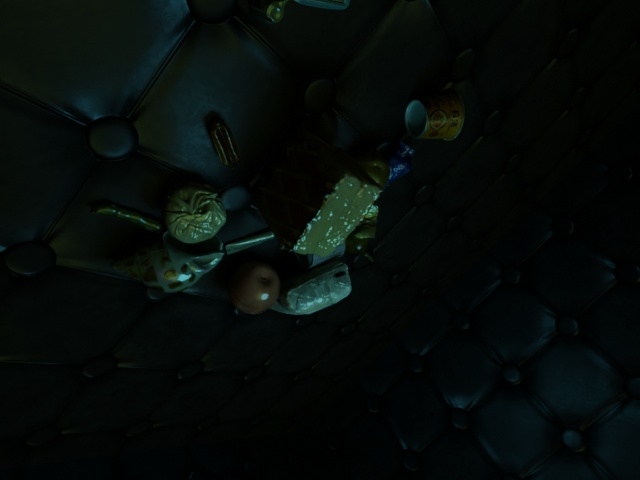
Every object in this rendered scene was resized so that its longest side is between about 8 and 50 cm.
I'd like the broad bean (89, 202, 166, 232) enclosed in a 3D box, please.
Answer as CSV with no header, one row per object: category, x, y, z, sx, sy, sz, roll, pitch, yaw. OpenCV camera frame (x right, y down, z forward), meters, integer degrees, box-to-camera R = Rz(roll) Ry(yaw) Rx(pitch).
broad bean,-0.645,-0.078,1.403,0.052,0.052,0.256,-14,157,35

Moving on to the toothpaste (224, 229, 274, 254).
toothpaste,-0.288,0.000,1.793,0.256,0.037,0.067,-21,146,-17

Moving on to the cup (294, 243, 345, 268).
cup,0.007,0.013,1.943,0.202,0.166,0.221,-14,146,-34

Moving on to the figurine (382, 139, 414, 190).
figurine,0.334,-0.326,1.893,0.164,0.120,0.262,-3,134,-42

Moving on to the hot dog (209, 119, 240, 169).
hot dog,-0.323,-0.325,1.403,0.072,0.055,0.188,-25,142,-12

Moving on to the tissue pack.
tissue pack,-0.062,0.237,2.002,0.390,0.195,0.376,-23,-176,-27

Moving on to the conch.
conch,-0.555,0.066,1.516,0.368,0.249,0.197,4,172,-37

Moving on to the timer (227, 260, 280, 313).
timer,-0.295,0.210,1.843,0.230,0.229,0.215,-1,151,-39

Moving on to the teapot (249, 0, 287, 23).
teapot,-0.138,-0.669,1.163,0.092,0.090,0.124,-7,134,-36

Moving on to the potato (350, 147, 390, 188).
potato,0.145,-0.230,1.799,0.196,0.176,0.369,15,124,-44

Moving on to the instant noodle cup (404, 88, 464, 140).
instant noodle cup,0.471,-0.522,1.743,0.173,0.215,0.215,-11,136,-18

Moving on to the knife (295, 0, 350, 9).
knife,0.001,-0.740,1.252,0.222,0.031,0.064,-10,131,-33

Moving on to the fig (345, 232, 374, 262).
fig,0.175,0.017,2.074,0.142,0.186,0.147,-15,132,-3

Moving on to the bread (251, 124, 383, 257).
bread,-0.026,-0.171,1.547,0.279,0.390,0.371,15,118,-42

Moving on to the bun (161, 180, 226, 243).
bun,-0.434,-0.102,1.441,0.230,0.145,0.229,5,82,-39

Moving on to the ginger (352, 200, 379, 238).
ginger,0.209,-0.142,1.946,0.123,0.219,0.269,13,90,-19
